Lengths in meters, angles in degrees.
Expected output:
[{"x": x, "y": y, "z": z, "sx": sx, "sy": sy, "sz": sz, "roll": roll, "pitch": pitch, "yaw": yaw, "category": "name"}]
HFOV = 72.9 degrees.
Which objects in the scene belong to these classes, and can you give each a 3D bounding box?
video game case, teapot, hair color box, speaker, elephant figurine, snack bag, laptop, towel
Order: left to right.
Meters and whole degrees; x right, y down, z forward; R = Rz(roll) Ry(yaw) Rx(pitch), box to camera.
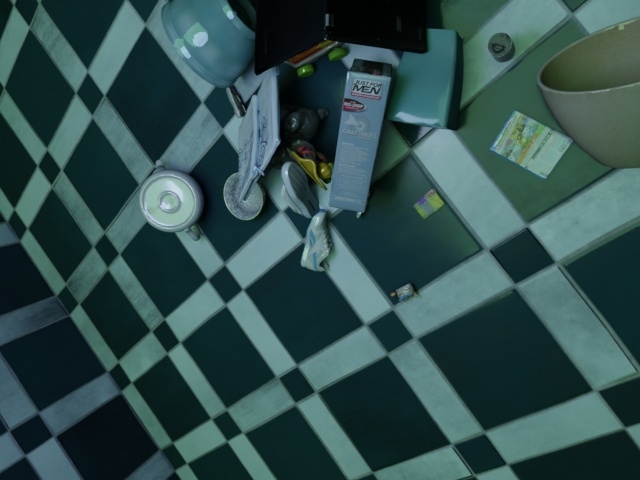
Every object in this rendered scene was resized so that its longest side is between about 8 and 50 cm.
[{"x": -0.557, "y": -0.151, "z": 1.667, "sx": 0.252, "sy": 0.187, "sz": 0.256, "roll": 18, "pitch": 97, "yaw": -7, "category": "teapot"}, {"x": -0.195, "y": -0.331, "z": 1.334, "sx": 0.342, "sy": 0.037, "sz": 0.324, "roll": -42, "pitch": 45, "yaw": 54, "category": "snack bag"}, {"x": -0.095, "y": -0.299, "z": 1.379, "sx": 0.185, "sy": 0.169, "sz": 0.240, "roll": 14, "pitch": 117, "yaw": 14, "category": "elephant figurine"}, {"x": 0.043, "y": -0.647, "z": 1.150, "sx": 0.406, "sy": 0.236, "sz": 0.383, "roll": 2, "pitch": 83, "yaw": -13, "category": "laptop"}, {"x": 0.110, "y": -0.290, "z": 1.214, "sx": 0.113, "sy": 0.185, "sz": 0.375, "roll": 10, "pitch": 123, "yaw": 4, "category": "hair color box"}, {"x": 0.329, "y": -0.109, "z": 1.309, "sx": 0.060, "sy": 0.009, "sz": 0.083, "roll": 50, "pitch": 121, "yaw": 5, "category": "towel"}, {"x": 0.445, "y": -0.472, "z": 1.065, "sx": 0.055, "sy": 0.136, "sz": 0.055, "roll": 8, "pitch": 108, "yaw": 26, "category": "speaker"}, {"x": 0.554, "y": -0.252, "z": 1.145, "sx": 0.166, "sy": 0.015, "sz": 0.119, "roll": 34, "pitch": 118, "yaw": 15, "category": "video game case"}]

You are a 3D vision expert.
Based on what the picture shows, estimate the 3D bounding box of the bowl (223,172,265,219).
[{"x": -0.257, "y": -0.164, "z": 1.558, "sx": 0.169, "sy": 0.080, "sz": 0.170, "roll": 8, "pitch": 108, "yaw": 25, "category": "bowl"}]

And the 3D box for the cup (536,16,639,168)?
[{"x": 0.669, "y": -0.299, "z": 0.927, "sx": 0.330, "sy": 0.331, "sz": 0.237, "roll": -14, "pitch": 124, "yaw": 30, "category": "cup"}]

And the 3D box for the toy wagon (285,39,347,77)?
[{"x": -0.073, "y": -0.646, "z": 1.325, "sx": 0.344, "sy": 0.068, "sz": 0.268, "roll": -16, "pitch": 97, "yaw": 30, "category": "toy wagon"}]

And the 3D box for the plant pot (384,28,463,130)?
[{"x": 0.292, "y": -0.424, "z": 1.150, "sx": 0.165, "sy": 0.165, "sz": 0.235, "roll": 16, "pitch": 107, "yaw": 23, "category": "plant pot"}]

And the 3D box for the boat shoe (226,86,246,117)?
[{"x": -0.293, "y": -0.488, "z": 1.505, "sx": 0.125, "sy": 0.038, "sz": 0.046, "roll": 66, "pitch": 163, "yaw": 3, "category": "boat shoe"}]

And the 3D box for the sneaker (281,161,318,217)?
[{"x": -0.087, "y": -0.156, "z": 1.396, "sx": 0.091, "sy": 0.094, "sz": 0.258, "roll": 10, "pitch": 151, "yaw": 24, "category": "sneaker"}]

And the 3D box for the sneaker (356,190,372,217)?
[{"x": 0.120, "y": -0.127, "z": 1.399, "sx": 0.069, "sy": 0.038, "sz": 0.098, "roll": 28, "pitch": 106, "yaw": 20, "category": "sneaker"}]

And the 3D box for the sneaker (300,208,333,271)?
[{"x": 0.000, "y": 0.000, "z": 1.477, "sx": 0.092, "sy": 0.087, "sz": 0.229, "roll": 19, "pitch": 120, "yaw": 14, "category": "sneaker"}]

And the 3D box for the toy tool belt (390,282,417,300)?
[{"x": 0.270, "y": 0.176, "z": 1.401, "sx": 0.083, "sy": 0.052, "sz": 0.051, "roll": -34, "pitch": 79, "yaw": 32, "category": "toy tool belt"}]

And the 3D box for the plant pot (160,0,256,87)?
[{"x": -0.300, "y": -0.648, "z": 1.319, "sx": 0.196, "sy": 0.293, "sz": 0.293, "roll": -26, "pitch": 92, "yaw": 27, "category": "plant pot"}]

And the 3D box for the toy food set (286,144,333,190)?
[{"x": -0.017, "y": -0.227, "z": 1.248, "sx": 0.071, "sy": 0.218, "sz": 0.128, "roll": -42, "pitch": 122, "yaw": 3, "category": "toy food set"}]
